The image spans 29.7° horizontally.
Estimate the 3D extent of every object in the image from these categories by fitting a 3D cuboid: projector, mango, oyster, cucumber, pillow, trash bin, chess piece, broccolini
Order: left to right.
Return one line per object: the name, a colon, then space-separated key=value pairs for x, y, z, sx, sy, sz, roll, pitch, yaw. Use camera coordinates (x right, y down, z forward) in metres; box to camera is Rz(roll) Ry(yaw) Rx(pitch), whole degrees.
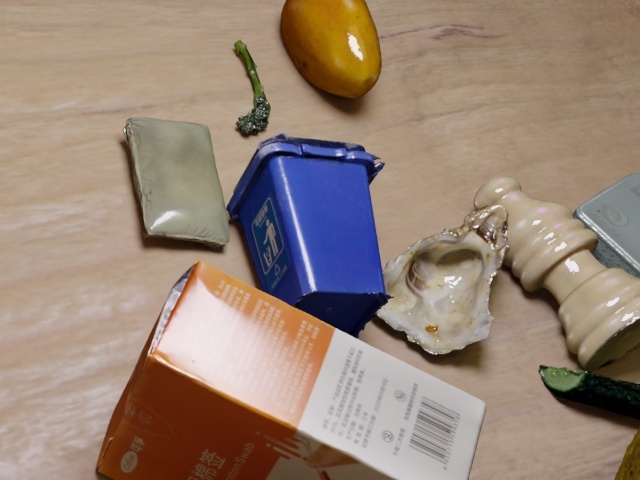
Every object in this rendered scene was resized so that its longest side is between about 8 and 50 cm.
pillow: x=-0.183 y=-0.081 z=1.545 sx=0.119 sy=0.053 sz=0.208 roll=1 pitch=53 yaw=-24
broccolini: x=-0.100 y=-0.218 z=1.740 sx=0.052 sy=0.054 sz=0.194 roll=38 pitch=26 yaw=-37
trash bin: x=0.000 y=0.000 z=1.496 sx=0.184 sy=0.162 sz=0.235 roll=4 pitch=54 yaw=-25
mango: x=0.021 y=-0.302 z=1.800 sx=0.126 sy=0.154 sz=0.252 roll=-3 pitch=38 yaw=-20
oyster: x=0.171 y=0.051 z=1.589 sx=0.161 sy=0.107 sz=0.233 roll=37 pitch=62 yaw=2
chess piece: x=0.331 y=0.022 z=1.670 sx=0.124 sy=0.139 sz=0.307 roll=-1 pitch=46 yaw=-49
cucumber: x=0.398 y=0.203 z=1.578 sx=0.220 sy=0.070 sz=0.046 roll=15 pitch=74 yaw=-13
projector: x=0.488 y=0.038 z=1.753 sx=0.257 sy=0.099 sz=0.192 roll=45 pitch=46 yaw=18

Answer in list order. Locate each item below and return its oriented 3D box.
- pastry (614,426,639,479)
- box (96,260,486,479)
pastry: x=0.424 y=0.271 z=1.438 sx=0.103 sy=0.189 sz=0.189 roll=27 pitch=42 yaw=8
box: x=-0.036 y=0.199 z=1.233 sx=0.341 sy=0.225 sz=0.143 roll=27 pitch=44 yaw=-3
